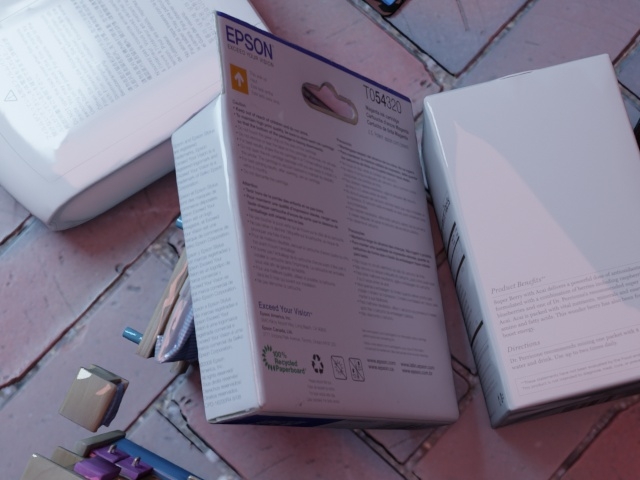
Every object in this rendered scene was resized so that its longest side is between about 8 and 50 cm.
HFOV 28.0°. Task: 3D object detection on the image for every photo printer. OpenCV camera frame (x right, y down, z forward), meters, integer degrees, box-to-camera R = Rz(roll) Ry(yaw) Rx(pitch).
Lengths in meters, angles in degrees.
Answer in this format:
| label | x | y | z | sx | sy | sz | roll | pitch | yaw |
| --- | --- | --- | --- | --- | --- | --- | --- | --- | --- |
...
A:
| label | x | y | z | sx | sy | sz | roll | pitch | yaw |
| --- | --- | --- | --- | --- | --- | --- | --- | --- | --- |
| photo printer | -0.212 | -0.173 | 1.277 | 0.307 | 0.107 | 0.256 | -33 | 78 | -7 |

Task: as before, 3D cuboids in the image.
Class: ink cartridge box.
| label | x | y | z | sx | sy | sz | roll | pitch | yaw |
| --- | --- | --- | --- | --- | --- | --- | --- | --- | --- |
| ink cartridge box | 0.000 | 0.000 | 1.134 | 0.071 | 0.324 | 0.330 | -18 | 72 | 31 |

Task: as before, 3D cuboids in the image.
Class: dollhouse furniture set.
| label | x | y | z | sx | sy | sz | roll | pitch | yaw |
| --- | --- | --- | --- | --- | --- | --- | --- | --- | --- |
| dollhouse furniture set | -0.075 | 0.121 | 1.109 | 0.198 | 0.286 | 0.303 | 25 | 89 | 7 |

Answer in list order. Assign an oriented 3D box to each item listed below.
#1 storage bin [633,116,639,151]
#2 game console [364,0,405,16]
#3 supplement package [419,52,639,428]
| label | x | y | z | sx | sy | sz | roll | pitch | yaw |
| --- | --- | --- | --- | --- | --- | --- | --- | --- | --- |
| storage bin | 0.386 | -0.063 | 1.255 | 0.180 | 0.084 | 0.122 | 28 | 78 | 7 |
| game console | 0.067 | -0.317 | 1.332 | 0.071 | 0.107 | 0.122 | 33 | 76 | 37 |
| supplement package | 0.212 | 0.006 | 1.191 | 0.177 | 0.175 | 0.293 | -13 | 76 | 0 |
